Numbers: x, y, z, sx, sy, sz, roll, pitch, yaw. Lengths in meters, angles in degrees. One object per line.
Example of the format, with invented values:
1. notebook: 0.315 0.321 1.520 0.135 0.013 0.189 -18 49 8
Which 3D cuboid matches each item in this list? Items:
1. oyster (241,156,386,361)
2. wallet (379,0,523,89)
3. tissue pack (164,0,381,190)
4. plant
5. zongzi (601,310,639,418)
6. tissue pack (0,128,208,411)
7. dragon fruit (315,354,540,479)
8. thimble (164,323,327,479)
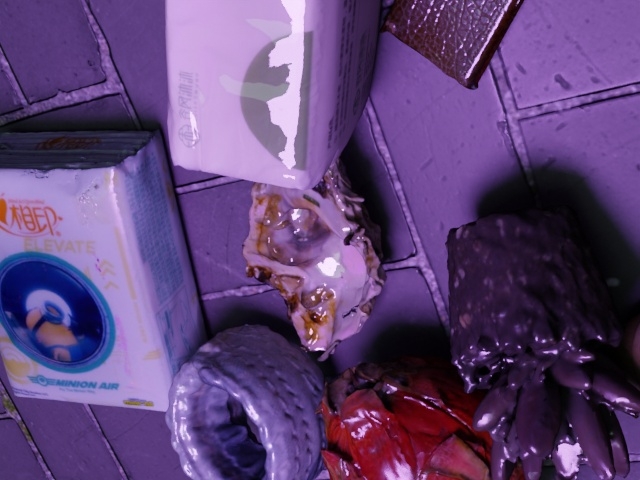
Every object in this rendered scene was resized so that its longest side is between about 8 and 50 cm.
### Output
1. oyster: 0.004 0.000 1.281 0.201 0.107 0.355 35 143 19
2. wallet: 0.169 -0.298 1.075 0.133 0.039 0.243 33 126 11
3. tissue pack: -0.043 -0.270 1.041 0.193 0.266 0.357 11 121 11
4. plant: 0.243 0.130 1.134 0.194 0.181 0.321 145 119 -65
5. zongzi: 0.427 -0.009 1.044 0.467 0.218 0.500 6 112 37
6. tissue pack: -0.332 0.045 1.409 0.287 0.162 0.388 2 118 19
7. dragon fruit: 0.141 0.291 1.277 0.277 0.277 0.343 -8 111 27
8. thimble: -0.099 0.243 1.362 0.205 0.172 0.250 -17 92 35
